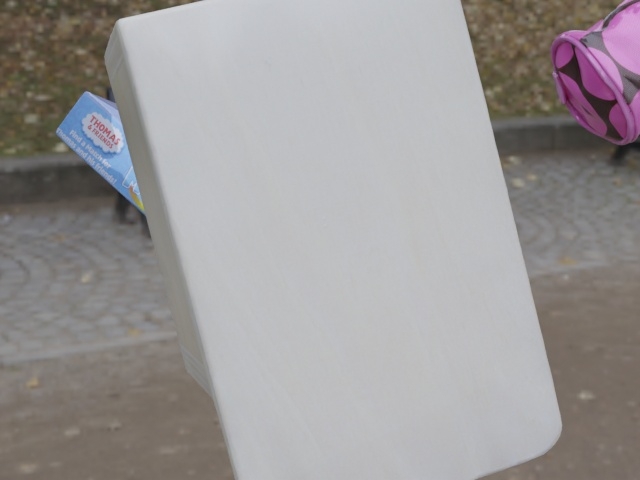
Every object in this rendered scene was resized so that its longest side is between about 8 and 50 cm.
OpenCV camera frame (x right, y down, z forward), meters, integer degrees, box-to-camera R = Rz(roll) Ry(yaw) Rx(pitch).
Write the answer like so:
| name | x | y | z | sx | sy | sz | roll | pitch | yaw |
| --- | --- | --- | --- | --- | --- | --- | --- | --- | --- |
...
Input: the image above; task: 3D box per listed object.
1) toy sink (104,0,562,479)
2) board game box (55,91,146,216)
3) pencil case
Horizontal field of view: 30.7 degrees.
| name | x | y | z | sx | sy | sz | roll | pitch | yaw |
| --- | --- | --- | --- | --- | --- | --- | --- | --- | --- |
| toy sink | 0.000 | 0.000 | 0.564 | 0.153 | 0.234 | 0.131 | -16 | 4 | -13 |
| board game box | -0.058 | -0.018 | 0.774 | 0.160 | 0.039 | 0.211 | 41 | 9 | 19 |
| pencil case | 0.242 | -0.152 | 0.764 | 0.209 | 0.095 | 0.098 | -37 | 33 | -12 |
